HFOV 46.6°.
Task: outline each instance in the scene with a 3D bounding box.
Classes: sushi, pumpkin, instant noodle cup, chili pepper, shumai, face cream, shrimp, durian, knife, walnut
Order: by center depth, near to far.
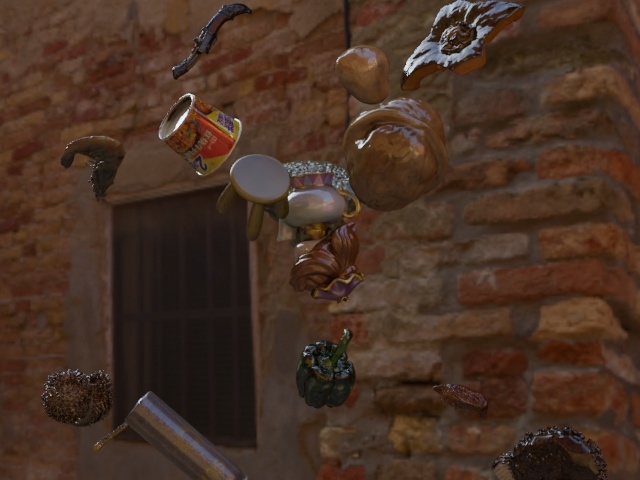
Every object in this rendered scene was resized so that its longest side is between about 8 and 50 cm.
[{"bbox_3d":[-0.201,-0.368,1.339,0.045,0.222,0.021,47,-30,-17],"label":"knife"},{"bbox_3d":[-0.240,0.400,1.398,0.283,0.073,0.073,42,-15,-2],"label":"face cream"},{"bbox_3d":[0.301,0.339,1.591,0.120,0.052,0.055,20,-46,-20],"label":"sushi"},{"bbox_3d":[0.195,-0.230,1.928,0.285,0.296,0.285,15,-37,12],"label":"walnut"},{"bbox_3d":[0.358,-0.515,1.947,0.095,0.290,0.258,39,-9,-39],"label":"pumpkin"},{"bbox_3d":[-0.655,0.417,2.027,0.196,0.167,0.196,-23,-28,-13],"label":"durian"},{"bbox_3d":[-0.655,-0.201,2.107,0.169,0.058,0.296,3,-33,-26],"label":"shrimp"},{"bbox_3d":[0.019,0.367,2.172,0.165,0.174,0.261,2,-52,-18],"label":"chili pepper"},{"bbox_3d":[-0.367,-0.322,2.218,0.174,0.213,0.213,35,-28,-31],"label":"instant noodle cup"},{"bbox_3d":[-0.038,-0.081,2.511,0.397,0.324,0.324,9,33,18],"label":"shumai"}]

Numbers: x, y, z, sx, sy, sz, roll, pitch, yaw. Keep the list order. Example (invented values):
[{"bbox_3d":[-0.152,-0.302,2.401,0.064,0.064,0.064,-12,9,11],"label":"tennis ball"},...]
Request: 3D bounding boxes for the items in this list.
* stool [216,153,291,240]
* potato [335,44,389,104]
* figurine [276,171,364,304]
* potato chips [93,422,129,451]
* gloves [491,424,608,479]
[{"bbox_3d":[-0.117,-0.082,1.349,0.135,0.134,0.110,5,-38,-12],"label":"stool"},{"bbox_3d":[0.092,-0.343,1.531,0.112,0.112,0.147,-5,-22,26],"label":"potato"},{"bbox_3d":[0.000,0.000,1.480,0.189,0.264,0.142,-12,-4,29],"label":"figurine"},{"bbox_3d":[-0.601,0.573,2.227,0.026,0.037,0.204,-52,-16,30],"label":"potato chips"},{"bbox_3d":[0.551,0.559,1.789,0.135,0.210,0.312,-8,-34,-26],"label":"gloves"}]
